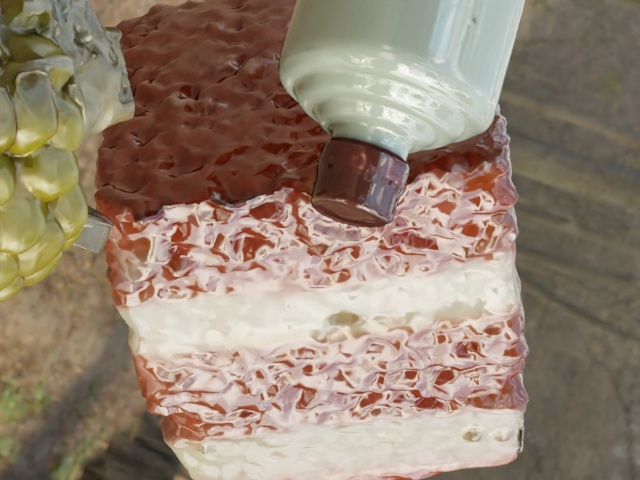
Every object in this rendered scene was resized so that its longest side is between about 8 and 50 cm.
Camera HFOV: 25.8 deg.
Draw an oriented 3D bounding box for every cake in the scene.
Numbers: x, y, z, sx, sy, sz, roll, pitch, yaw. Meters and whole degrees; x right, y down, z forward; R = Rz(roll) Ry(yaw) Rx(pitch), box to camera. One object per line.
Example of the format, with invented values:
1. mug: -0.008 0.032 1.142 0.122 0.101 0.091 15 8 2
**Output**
1. cake: 0.000 0.000 1.009 0.270 0.269 0.320 -93 175 -49

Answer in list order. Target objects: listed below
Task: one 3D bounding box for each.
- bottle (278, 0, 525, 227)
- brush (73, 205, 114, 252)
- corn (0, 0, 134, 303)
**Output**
1. bottle: 0.046 -0.124 0.653 0.104 0.104 0.245 83 22 -75
2. brush: -0.242 -0.080 0.656 0.065 0.327 0.070 -66 -160 -4
3. corn: -0.192 -0.012 0.356 0.321 0.119 0.119 -14 136 -31
